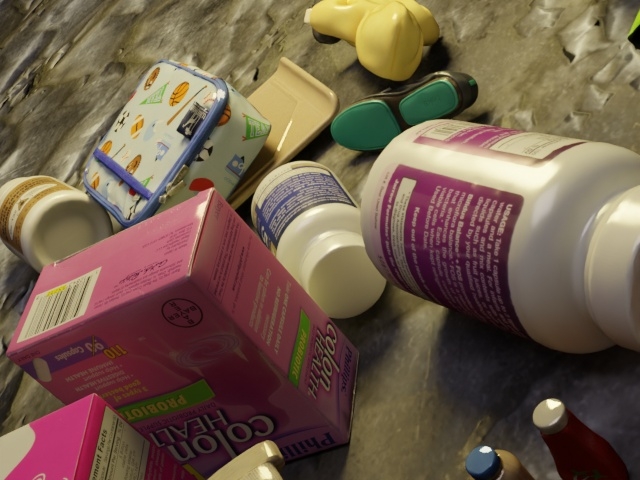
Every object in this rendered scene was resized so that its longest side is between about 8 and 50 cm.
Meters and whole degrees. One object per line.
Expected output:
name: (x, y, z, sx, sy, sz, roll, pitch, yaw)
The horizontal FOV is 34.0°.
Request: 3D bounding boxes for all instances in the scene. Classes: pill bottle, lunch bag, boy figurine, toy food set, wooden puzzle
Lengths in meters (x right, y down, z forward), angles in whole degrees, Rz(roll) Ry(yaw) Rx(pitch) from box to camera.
pill bottle: (-0.406, -0.027, 1.550, 0.131, 0.131, 0.229, -49, 32, -13)
lunch bag: (-0.204, -0.111, 1.403, 0.243, 0.115, 0.303, -54, 31, -1)
boy figurine: (0.074, -0.268, 1.327, 0.285, 0.177, 0.092, -125, 42, -65)
pill bottle: (0.000, 0.000, 1.103, 0.112, 0.112, 0.187, -38, 31, 4)
toy food set: (0.182, 0.173, 0.702, 0.232, 0.104, 0.111, -18, 38, 32)
pill bottle: (0.181, -0.003, 0.863, 0.169, 0.169, 0.301, -49, 32, -13)
wooden puzzle: (-0.088, -0.131, 1.431, 0.239, 0.044, 0.221, -46, 32, 2)

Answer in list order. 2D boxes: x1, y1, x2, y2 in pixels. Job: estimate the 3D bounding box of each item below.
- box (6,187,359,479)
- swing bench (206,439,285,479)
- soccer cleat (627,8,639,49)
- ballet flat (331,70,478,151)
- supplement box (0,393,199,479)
box: (-0.120, 0.105, 0.976, 0.213, 0.243, 0.117, -22, 36, 26)
swing bench: (0.013, 0.296, 0.587, 0.165, 0.255, 0.253, -40, 31, 1)
soccer cleat: (0.378, -0.212, 1.023, 0.072, 0.060, 0.179, -57, 27, -7)
ballet flat: (0.103, -0.154, 1.237, 0.203, 0.074, 0.074, -16, 39, 44)
supplement box: (-0.166, 0.245, 0.874, 0.111, 0.220, 0.114, -27, 34, 22)
